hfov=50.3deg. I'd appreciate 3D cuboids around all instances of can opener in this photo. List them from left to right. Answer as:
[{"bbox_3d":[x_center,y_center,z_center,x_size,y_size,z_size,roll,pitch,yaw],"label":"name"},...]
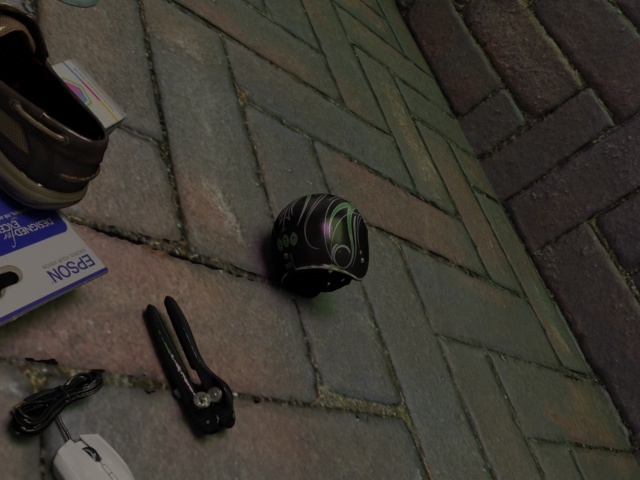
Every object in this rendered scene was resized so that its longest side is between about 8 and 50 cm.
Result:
[{"bbox_3d":[-0.165,0.153,0.838,0.059,0.073,0.186,-29,76,-23],"label":"can opener"}]

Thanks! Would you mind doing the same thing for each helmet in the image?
[{"bbox_3d":[0.000,0.000,1.139,0.169,0.169,0.161,26,54,-40],"label":"helmet"}]

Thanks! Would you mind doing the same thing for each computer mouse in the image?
[{"bbox_3d":[-0.220,0.223,0.670,0.193,0.042,0.106,57,27,10],"label":"computer mouse"}]

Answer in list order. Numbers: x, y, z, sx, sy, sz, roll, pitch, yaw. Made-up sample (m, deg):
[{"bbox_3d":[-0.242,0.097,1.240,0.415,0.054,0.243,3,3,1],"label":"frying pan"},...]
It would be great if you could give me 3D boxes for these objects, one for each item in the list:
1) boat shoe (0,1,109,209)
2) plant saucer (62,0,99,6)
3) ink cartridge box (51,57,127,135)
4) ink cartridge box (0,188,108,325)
[{"bbox_3d":[-0.358,-0.201,0.737,0.355,0.130,0.132,49,24,-8],"label":"boat shoe"},{"bbox_3d":[-0.451,-0.485,1.160,0.195,0.037,0.195,37,30,-26],"label":"plant saucer"},{"bbox_3d":[-0.356,-0.158,0.891,0.109,0.062,0.209,48,28,-10],"label":"ink cartridge box"},{"bbox_3d":[-0.407,-0.029,0.662,0.307,0.072,0.303,54,25,-1],"label":"ink cartridge box"}]
